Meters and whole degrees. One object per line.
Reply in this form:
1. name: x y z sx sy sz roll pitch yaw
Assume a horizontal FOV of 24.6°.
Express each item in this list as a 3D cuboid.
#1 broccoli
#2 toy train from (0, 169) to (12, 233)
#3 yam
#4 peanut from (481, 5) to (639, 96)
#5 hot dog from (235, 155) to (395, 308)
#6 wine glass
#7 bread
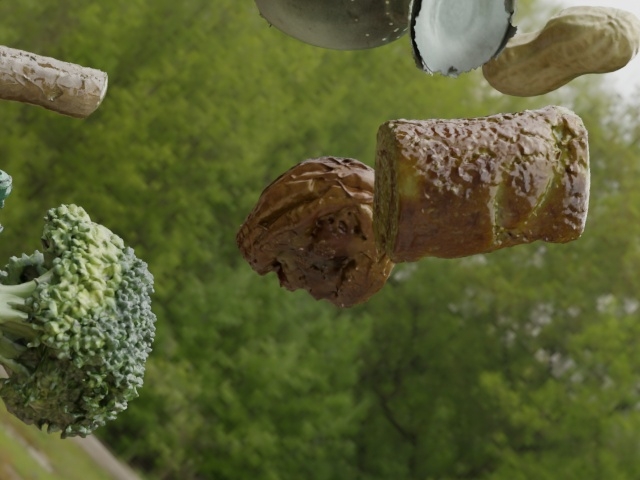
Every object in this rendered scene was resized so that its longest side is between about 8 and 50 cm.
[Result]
1. broccoli: -0.345 0.079 1.831 0.302 0.249 0.375 49 -15 -23
2. toy train: -0.433 -0.044 1.622 0.132 0.083 0.200 22 23 18
3. yam: -0.361 -0.179 1.526 0.300 0.066 0.066 7 21 -35
4. peanut: 0.376 -0.299 2.330 0.125 0.274 0.111 34 48 -42
5. hot dog: -0.001 -0.003 1.541 0.160 0.099 0.227 26 -25 -2
6. wine glass: 0.067 -0.314 1.827 0.357 0.190 0.190 29 -16 48
7. bread: 0.135 -0.045 1.240 0.103 0.172 0.132 -116 -156 -60
